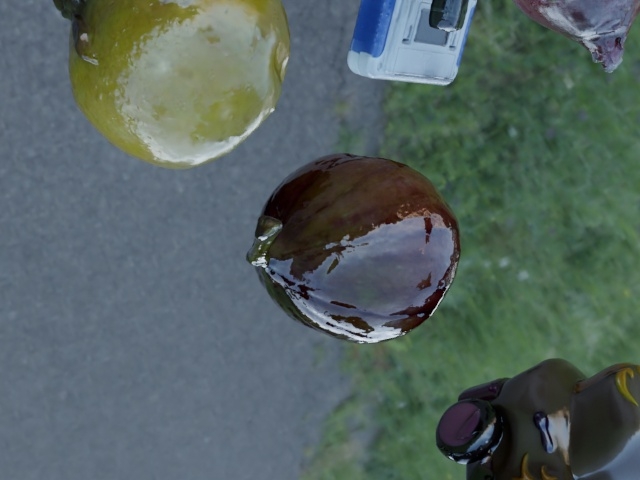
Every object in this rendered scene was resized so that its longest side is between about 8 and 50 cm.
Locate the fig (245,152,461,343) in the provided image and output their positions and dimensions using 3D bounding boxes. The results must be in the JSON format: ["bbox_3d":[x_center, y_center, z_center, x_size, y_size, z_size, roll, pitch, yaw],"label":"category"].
[{"bbox_3d":[0.002,0.013,1.062,0.249,0.204,0.186,-13,124,-34],"label":"fig"}]

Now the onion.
[{"bbox_3d":[0.251,-0.254,1.057,0.159,0.195,0.159,-18,-159,7],"label":"onion"}]

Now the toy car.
[{"bbox_3d":[0.283,0.287,1.215,0.240,0.341,0.271,-21,133,29],"label":"toy car"}]

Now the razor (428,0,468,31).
[{"bbox_3d":[0.204,-0.385,1.649,0.090,0.054,0.148,-42,151,-71],"label":"razor"}]

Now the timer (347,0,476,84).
[{"bbox_3d":[0.156,-0.340,1.778,0.253,0.078,0.178,-6,115,-50],"label":"timer"}]

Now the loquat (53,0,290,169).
[{"bbox_3d":[-0.151,-0.196,1.106,0.244,0.244,0.244,-21,159,-8],"label":"loquat"}]
